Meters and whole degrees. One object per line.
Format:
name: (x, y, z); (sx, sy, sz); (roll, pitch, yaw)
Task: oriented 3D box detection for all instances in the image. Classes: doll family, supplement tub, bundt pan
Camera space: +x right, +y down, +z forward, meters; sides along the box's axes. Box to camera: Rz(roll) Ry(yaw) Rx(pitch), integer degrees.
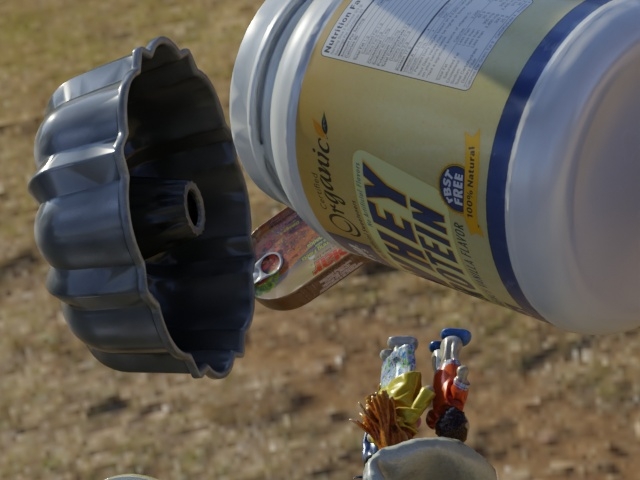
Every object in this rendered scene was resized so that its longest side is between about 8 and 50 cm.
doll family: (0.077, 0.214, 1.887); (0.118, 0.263, 0.163); (13, 46, -9)
supplement tub: (0.109, -0.079, 1.225); (0.228, 0.228, 0.316); (-28, 32, -35)
bundt pan: (-0.175, -0.023, 1.666); (0.124, 0.331, 0.331); (-8, 24, 16)

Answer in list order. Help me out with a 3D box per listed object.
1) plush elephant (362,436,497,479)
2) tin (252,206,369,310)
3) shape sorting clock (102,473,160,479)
plush elephant: (0.058, 0.279, 1.157); (0.330, 0.272, 0.255); (37, 18, 22)
tin: (0.000, 0.000, 1.835); (0.189, 0.040, 0.106); (-34, 44, 8)
shape sorting clock: (-0.169, 0.328, 1.707); (0.206, 0.206, 0.040); (4, 15, 26)
